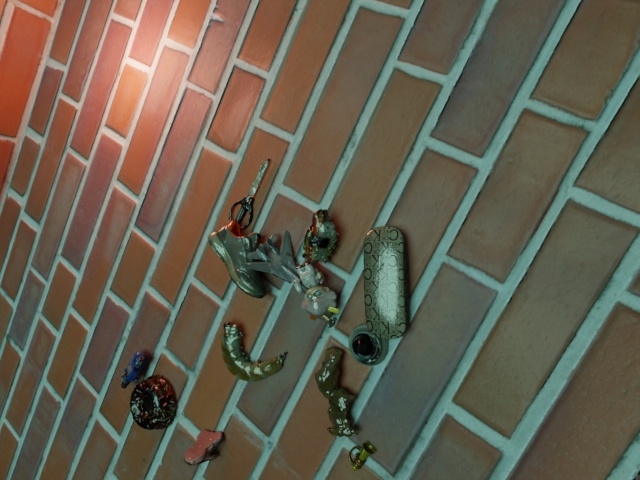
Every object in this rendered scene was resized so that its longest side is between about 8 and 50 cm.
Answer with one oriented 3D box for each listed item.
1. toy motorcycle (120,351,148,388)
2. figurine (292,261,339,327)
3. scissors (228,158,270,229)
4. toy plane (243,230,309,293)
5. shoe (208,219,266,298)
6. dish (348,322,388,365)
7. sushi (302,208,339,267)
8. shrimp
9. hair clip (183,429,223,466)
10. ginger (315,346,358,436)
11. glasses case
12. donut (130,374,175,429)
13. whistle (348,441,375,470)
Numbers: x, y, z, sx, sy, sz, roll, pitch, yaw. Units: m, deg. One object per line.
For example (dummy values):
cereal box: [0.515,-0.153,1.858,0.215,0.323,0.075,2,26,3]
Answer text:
toy motorcycle: [-0.821,0.561,1.968,0.205,0.076,0.114,-50,26,21]
figurine: [-0.014,0.184,1.511,0.137,0.112,0.229,-24,90,15]
scissors: [-0.265,-0.182,1.725,0.109,0.022,0.300,36,107,23]
toy plane: [-0.124,0.107,1.601,0.267,0.212,0.088,48,154,4]
shoe: [-0.271,0.053,1.672,0.171,0.132,0.336,-43,68,10]
dish: [0.142,0.342,1.444,0.141,0.078,0.141,-1,88,29]
sushi: [0.003,0.002,1.527,0.103,0.097,0.226,34,119,32]
shrimp: [-0.276,0.440,1.681,0.287,0.068,0.185,24,101,26]
hair clip: [-0.459,0.803,1.730,0.123,0.138,0.102,-8,79,36]
ginger: [0.050,0.504,1.484,0.122,0.084,0.290,-17,79,34]
glasses case: [0.207,0.131,1.410,0.137,0.085,0.355,-4,84,25]
donut: [-0.724,0.698,1.910,0.235,0.089,0.235,-3,85,30]
whistle: [0.125,0.706,1.460,0.057,0.046,0.109,38,112,10]
